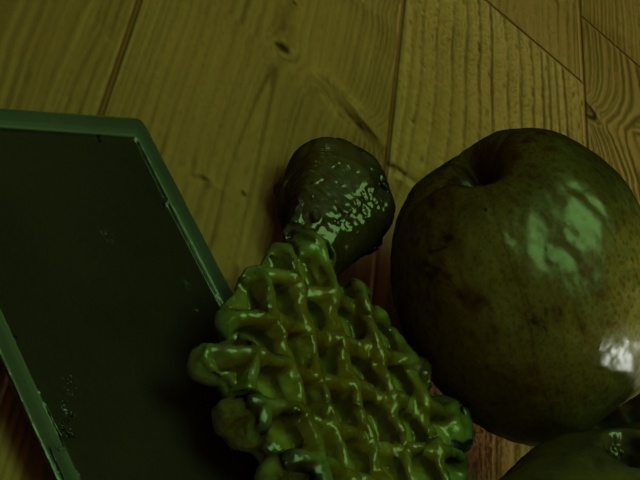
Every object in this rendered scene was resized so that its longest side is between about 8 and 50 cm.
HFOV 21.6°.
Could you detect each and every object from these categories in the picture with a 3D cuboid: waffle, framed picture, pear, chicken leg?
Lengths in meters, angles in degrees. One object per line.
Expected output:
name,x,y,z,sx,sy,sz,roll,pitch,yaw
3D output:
waffle,0.012,0.114,1.054,0.223,0.054,0.204,50,30,-11
framed picture,-0.125,0.045,1.017,0.232,0.019,0.296,0,57,-55
pear,0.146,0.023,1.200,0.228,0.188,0.211,-87,162,-59
chicken leg,0.002,-0.001,1.188,0.085,0.069,0.198,38,40,-17

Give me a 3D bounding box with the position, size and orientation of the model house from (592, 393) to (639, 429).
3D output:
model house,0.353,0.112,1.345,0.202,0.237,0.237,50,31,-4

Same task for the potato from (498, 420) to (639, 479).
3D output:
potato,0.188,0.218,1.085,0.296,0.141,0.191,-31,84,-39
